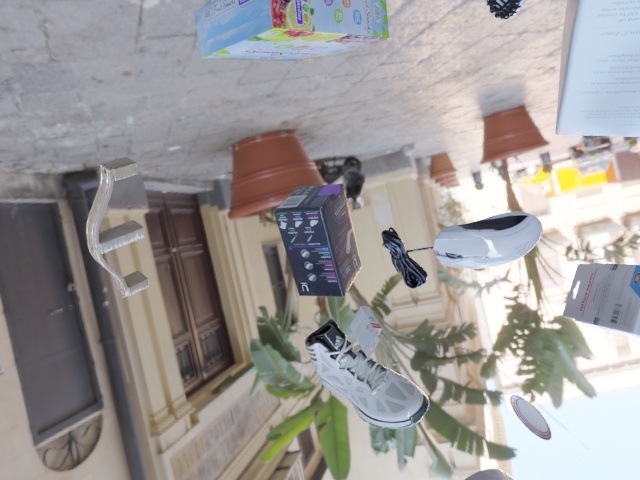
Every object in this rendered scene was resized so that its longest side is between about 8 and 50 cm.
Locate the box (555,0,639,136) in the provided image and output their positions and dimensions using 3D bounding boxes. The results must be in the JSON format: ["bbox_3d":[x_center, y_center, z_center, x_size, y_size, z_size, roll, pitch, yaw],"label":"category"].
[{"bbox_3d":[0.395,-0.271,0.556,0.215,0.168,0.345,4,164,21],"label":"box"}]

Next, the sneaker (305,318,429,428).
[{"bbox_3d":[0.101,0.390,1.508,0.448,0.257,0.169,11,-129,49],"label":"sneaker"}]

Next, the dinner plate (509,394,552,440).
[{"bbox_3d":[0.573,0.477,1.361,0.017,0.141,0.141,-32,-174,-16],"label":"dinner plate"}]

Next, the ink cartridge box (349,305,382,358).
[{"bbox_3d":[0.110,0.211,1.152,0.029,0.062,0.115,11,-152,-30],"label":"ink cartridge box"}]

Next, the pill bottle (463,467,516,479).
[{"bbox_3d":[0.334,0.552,0.710,0.224,0.392,0.224,-44,170,-10],"label":"pill bottle"}]

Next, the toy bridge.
[{"bbox_3d":[-0.245,-0.004,0.601,0.026,0.188,0.063,29,-142,29],"label":"toy bridge"}]

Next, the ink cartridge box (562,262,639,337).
[{"bbox_3d":[0.472,0.093,0.792,0.060,0.104,0.180,18,178,-4],"label":"ink cartridge box"}]

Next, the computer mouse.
[{"bbox_3d":[0.181,0.011,0.633,0.193,0.106,0.042,-13,-141,18],"label":"computer mouse"}]

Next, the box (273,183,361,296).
[{"bbox_3d":[0.000,0.000,1.367,0.144,0.270,0.165,-2,-153,26],"label":"box"}]

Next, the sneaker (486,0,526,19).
[{"bbox_3d":[0.368,-0.483,0.880,0.106,0.078,0.234,-39,170,-4],"label":"sneaker"}]

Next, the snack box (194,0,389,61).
[{"bbox_3d":[-0.038,-0.297,0.693,0.207,0.070,0.175,-15,-166,-41],"label":"snack box"}]
